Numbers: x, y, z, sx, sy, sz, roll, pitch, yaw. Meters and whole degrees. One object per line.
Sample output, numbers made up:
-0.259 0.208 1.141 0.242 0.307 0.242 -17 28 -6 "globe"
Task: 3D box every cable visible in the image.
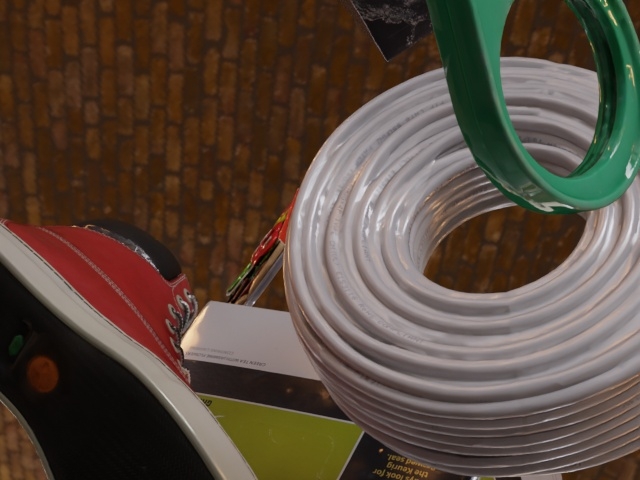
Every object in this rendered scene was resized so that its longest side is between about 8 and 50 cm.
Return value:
0.106 0.005 0.600 0.257 0.257 0.089 0 -37 20 "cable"

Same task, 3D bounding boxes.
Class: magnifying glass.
0.050 -0.104 0.352 0.026 0.092 0.231 -5 -50 50 "magnifying glass"

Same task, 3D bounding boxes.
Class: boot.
-0.084 0.075 0.570 0.244 0.176 0.088 45 -72 16 "boot"

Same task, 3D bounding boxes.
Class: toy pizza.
-0.057 0.011 1.241 0.032 0.201 0.201 35 -51 -5 "toy pizza"

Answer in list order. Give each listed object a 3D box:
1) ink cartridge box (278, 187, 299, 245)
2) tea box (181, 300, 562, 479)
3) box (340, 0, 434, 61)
0.000 0.000 1.108 0.029 0.062 0.115 8 -24 30 "ink cartridge box"
-0.006 0.250 0.880 0.329 0.323 0.220 6 -46 31 "tea box"
0.062 -0.234 0.697 0.156 0.093 0.158 -33 -47 5 "box"
